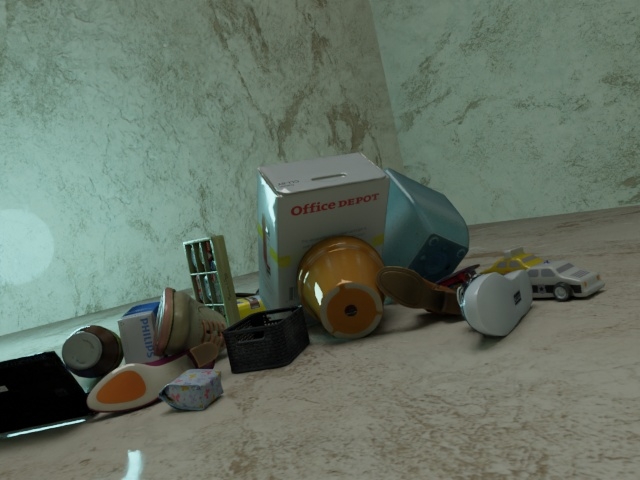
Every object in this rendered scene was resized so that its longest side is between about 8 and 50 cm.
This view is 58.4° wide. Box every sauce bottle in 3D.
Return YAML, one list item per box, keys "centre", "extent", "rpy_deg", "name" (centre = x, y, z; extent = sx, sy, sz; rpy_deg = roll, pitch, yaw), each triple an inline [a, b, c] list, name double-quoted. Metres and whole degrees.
- centre: [-0.473, 0.231, 1.194]
  extent: [0.111, 0.111, 0.344]
  rpy_deg: [-13, -8, -19]
  name: "sauce bottle"

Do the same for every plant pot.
- centre: [0.054, 0.113, 1.225]
  extent: [0.205, 0.205, 0.188]
  rpy_deg: [-12, 18, 0]
  name: "plant pot"
- centre: [0.253, -0.004, 1.545]
  extent: [0.248, 0.247, 0.252]
  rpy_deg: [20, 20, -32]
  name: "plant pot"

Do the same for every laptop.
- centre: [-0.516, 0.260, 1.031]
  extent: [0.234, 0.264, 0.136]
  rpy_deg: [-12, 39, 1]
  name: "laptop"

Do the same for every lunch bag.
- centre: [-0.212, 0.244, 0.939]
  extent: [0.083, 0.053, 0.071]
  rpy_deg: [-1, 8, 18]
  name: "lunch bag"

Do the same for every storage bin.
- centre: [-0.105, 0.195, 1.156]
  extent: [0.122, 0.084, 0.180]
  rpy_deg: [-11, 4, 15]
  name: "storage bin"

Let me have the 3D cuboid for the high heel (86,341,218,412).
- centre: [-0.306, 0.257, 1.055]
  extent: [0.244, 0.082, 0.117]
  rpy_deg: [-26, -14, -31]
  name: "high heel"

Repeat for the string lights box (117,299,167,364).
- centre: [-0.409, 0.225, 1.350]
  extent: [0.077, 0.133, 0.260]
  rpy_deg: [-11, 2, -10]
  name: "string lights box"

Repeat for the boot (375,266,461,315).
- centre: [0.203, 0.112, 1.202]
  extent: [0.197, 0.073, 0.152]
  rpy_deg: [23, -4, 2]
  name: "boot"

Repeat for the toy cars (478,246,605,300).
- centre: [0.471, 0.066, 1.279]
  extent: [0.177, 0.087, 0.393]
  rpy_deg: [-12, 3, 1]
  name: "toy cars"

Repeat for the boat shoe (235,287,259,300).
- centre: [-0.174, 0.184, 1.800]
  extent: [0.233, 0.079, 0.084]
  rpy_deg: [-10, 1, 13]
  name: "boat shoe"

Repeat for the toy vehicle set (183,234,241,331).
- centre: [-0.283, 0.124, 1.503]
  extent: [0.035, 0.266, 0.166]
  rpy_deg: [-13, 1, -39]
  name: "toy vehicle set"

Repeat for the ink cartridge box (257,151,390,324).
- centre: [0.000, 0.000, 1.394]
  extent: [0.279, 0.384, 0.160]
  rpy_deg: [-12, 36, -21]
  name: "ink cartridge box"

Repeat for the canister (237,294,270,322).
- centre: [-0.227, 0.204, 1.649]
  extent: [0.170, 0.073, 0.126]
  rpy_deg: [-11, 3, -25]
  name: "canister"

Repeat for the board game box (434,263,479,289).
- centre: [0.321, 0.111, 1.407]
  extent: [0.133, 0.033, 0.169]
  rpy_deg: [-6, -25, -49]
  name: "board game box"

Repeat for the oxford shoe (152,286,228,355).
- centre: [-0.268, 0.182, 1.231]
  extent: [0.147, 0.140, 0.397]
  rpy_deg: [10, -8, -5]
  name: "oxford shoe"

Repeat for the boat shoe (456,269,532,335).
- centre: [0.297, 0.106, 1.035]
  extent: [0.102, 0.108, 0.301]
  rpy_deg: [-10, 1, 33]
  name: "boat shoe"
